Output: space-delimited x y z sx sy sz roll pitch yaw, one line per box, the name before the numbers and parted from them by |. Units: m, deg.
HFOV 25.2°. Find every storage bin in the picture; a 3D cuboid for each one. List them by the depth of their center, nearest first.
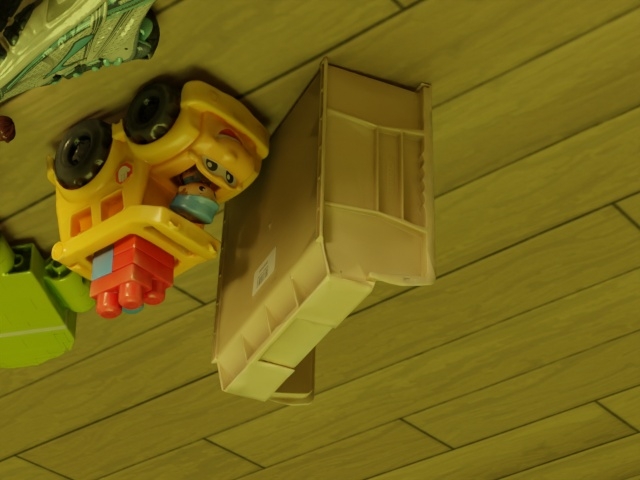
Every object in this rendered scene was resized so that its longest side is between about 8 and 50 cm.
storage bin | 0.000 0.000 1.449 0.123 0.260 0.262 17 142 -21

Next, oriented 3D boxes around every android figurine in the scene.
android figurine | -0.393 0.074 1.711 0.248 0.056 0.273 -9 146 9

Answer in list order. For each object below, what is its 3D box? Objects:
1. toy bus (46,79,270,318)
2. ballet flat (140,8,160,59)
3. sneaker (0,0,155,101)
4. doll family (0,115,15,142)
toy bus | -0.165 -0.027 1.438 0.220 0.211 0.149 -26 139 28
ballet flat | -0.232 -0.202 1.311 0.173 0.049 0.057 5 145 -12
sneaker | -0.214 -0.180 1.248 0.283 0.110 0.122 -37 130 25
doll family | -0.377 -0.135 1.387 0.111 0.076 0.193 -20 148 17
